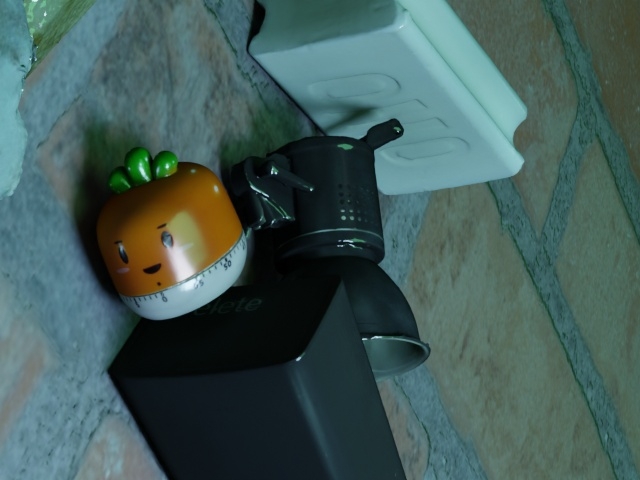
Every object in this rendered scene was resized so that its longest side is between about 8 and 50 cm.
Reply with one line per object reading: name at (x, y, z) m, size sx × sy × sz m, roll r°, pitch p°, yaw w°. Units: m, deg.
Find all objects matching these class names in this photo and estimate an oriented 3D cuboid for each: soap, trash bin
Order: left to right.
trash bin at (-0.033, 0.153, 1.460) m, size 0.225 × 0.165 × 0.115 m, roll 68°, pitch 30°, yaw -29°
soap at (0.068, -0.147, 1.742) m, size 0.265 × 0.160 × 0.087 m, roll 44°, pitch 46°, yaw -50°

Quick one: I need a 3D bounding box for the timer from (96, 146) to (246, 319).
timer at (-0.115, -0.014, 1.417) m, size 0.136 × 0.099 × 0.136 m, roll -9°, pitch 90°, yaw -75°

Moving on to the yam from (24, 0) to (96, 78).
yam at (-0.186, -0.225, 1.349) m, size 0.106 × 0.106 × 0.259 m, roll 54°, pitch 37°, yaw -42°

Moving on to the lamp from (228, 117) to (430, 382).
lamp at (0.000, 0.000, 1.620) m, size 0.172 × 0.147 × 0.227 m, roll 8°, pitch 65°, yaw -38°

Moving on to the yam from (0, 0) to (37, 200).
yam at (-0.321, -0.113, 0.940) m, size 0.348 × 0.241 × 0.241 m, roll 4°, pitch 79°, yaw -60°
